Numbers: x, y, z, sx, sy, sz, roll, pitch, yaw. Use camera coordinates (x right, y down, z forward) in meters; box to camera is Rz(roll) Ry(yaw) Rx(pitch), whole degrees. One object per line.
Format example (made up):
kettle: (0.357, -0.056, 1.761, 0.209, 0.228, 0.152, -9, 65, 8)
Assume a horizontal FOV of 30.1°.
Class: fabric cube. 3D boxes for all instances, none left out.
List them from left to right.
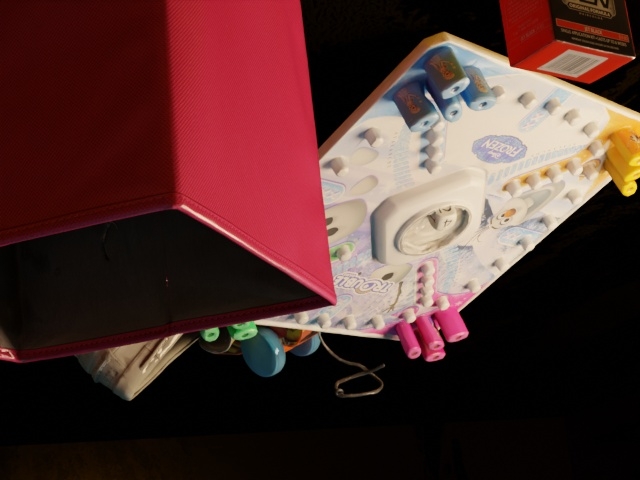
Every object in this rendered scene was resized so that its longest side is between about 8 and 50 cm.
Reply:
fabric cube: (-0.157, -0.083, 0.748, 0.259, 0.258, 0.254, -12, 163, 17)

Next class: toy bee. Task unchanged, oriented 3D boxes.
toy bee: (-0.045, 0.097, 1.634, 0.298, 0.162, 0.195, 1, -160, 21)

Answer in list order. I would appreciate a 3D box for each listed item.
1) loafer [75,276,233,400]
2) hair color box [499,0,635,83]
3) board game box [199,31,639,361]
loafer: (-0.132, 0.079, 1.365, 0.319, 0.111, 0.112, -32, 161, -34)
hair color box: (0.148, -0.175, 0.751, 0.072, 0.141, 0.043, 5, 160, -33)
board game box: (0.115, -0.011, 1.195, 0.390, 0.050, 0.390, 11, 134, -46)
